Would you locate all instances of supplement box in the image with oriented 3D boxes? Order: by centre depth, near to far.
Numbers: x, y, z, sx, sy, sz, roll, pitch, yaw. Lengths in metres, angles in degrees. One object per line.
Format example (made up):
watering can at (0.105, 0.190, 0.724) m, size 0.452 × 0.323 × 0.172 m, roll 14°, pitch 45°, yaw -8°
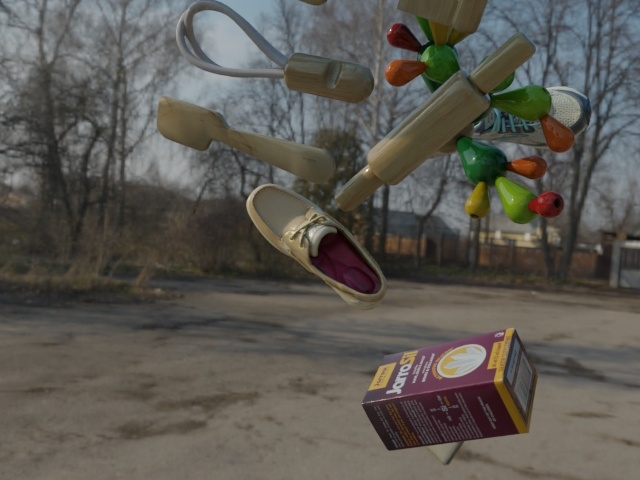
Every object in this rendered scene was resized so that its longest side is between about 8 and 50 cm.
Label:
supplement box at (0.160, 0.185, 0.851) m, size 0.188 × 0.081 × 0.104 m, roll -19°, pitch 20°, yaw 31°

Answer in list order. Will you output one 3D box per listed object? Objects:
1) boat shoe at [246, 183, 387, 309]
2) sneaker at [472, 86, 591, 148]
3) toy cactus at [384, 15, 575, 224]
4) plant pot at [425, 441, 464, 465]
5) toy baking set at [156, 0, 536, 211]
boat shoe at (0.000, 0.000, 0.672) m, size 0.170 × 0.063 × 0.059 m, roll 38°, pitch -12°, yaw 3°
sneaker at (0.337, -0.216, 1.241) m, size 0.283 × 0.110 × 0.122 m, roll 3°, pitch 10°, yaw 42°
toy cactus at (0.116, -0.103, 0.595) m, size 0.112 × 0.219 × 0.180 m, roll -34°, pitch -3°, yaw -12°
plant pot at (0.200, 0.300, 1.148) m, size 0.096 × 0.109 × 0.109 m, roll 33°, pitch -7°, yaw 22°
toy baking set at (0.004, -0.121, 0.451) m, size 0.256 × 0.197 × 0.030 m, roll -45°, pitch -4°, yaw 30°
